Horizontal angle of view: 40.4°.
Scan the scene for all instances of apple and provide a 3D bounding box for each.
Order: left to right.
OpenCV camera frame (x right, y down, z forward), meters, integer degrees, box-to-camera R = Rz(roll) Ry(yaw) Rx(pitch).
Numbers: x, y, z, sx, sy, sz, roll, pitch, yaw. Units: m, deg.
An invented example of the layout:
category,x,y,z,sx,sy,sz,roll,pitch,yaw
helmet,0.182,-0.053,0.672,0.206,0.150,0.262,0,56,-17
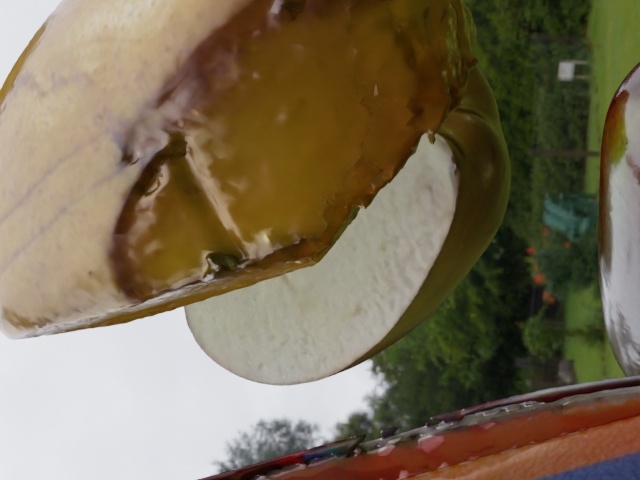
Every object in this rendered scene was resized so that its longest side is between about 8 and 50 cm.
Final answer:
category,x,y,z,sx,sy,sz,roll,pitch,yaw
apple,-0.011,-0.059,0.802,0.328,0.365,0.295,41,-140,-26

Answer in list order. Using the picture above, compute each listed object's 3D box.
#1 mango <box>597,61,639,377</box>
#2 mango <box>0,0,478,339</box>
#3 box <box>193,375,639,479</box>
category,x,y,z,sx,sy,sz,roll,pitch,yaw
mango,0.192,0.009,0.385,0.267,0.133,0.111,64,-172,-49
mango,-0.065,-0.053,0.482,0.201,0.350,0.199,32,-145,-45
box,0.086,0.279,0.418,0.349,0.318,0.257,70,-174,-49
